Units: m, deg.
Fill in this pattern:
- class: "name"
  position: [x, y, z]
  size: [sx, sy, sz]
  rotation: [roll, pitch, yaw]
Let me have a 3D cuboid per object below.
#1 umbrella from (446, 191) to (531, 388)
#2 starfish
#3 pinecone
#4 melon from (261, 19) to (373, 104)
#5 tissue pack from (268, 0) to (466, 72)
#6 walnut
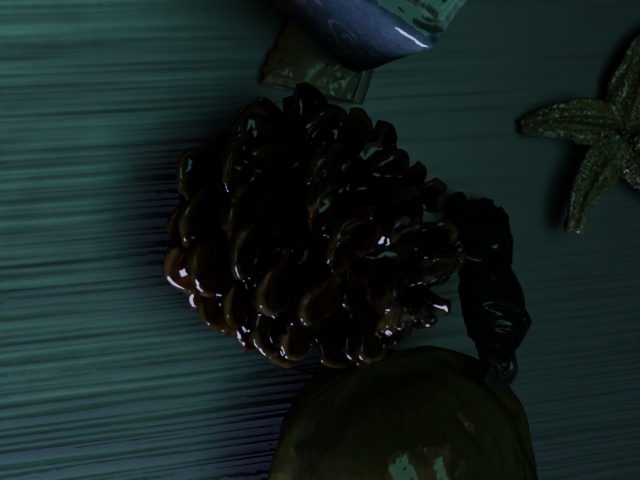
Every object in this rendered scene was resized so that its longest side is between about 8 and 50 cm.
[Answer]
- class: "umbrella"
  position: [0.154, 0.043, 1.475]
  size: [0.066, 0.235, 0.059]
  rotation: [10, 126, -11]
- class: "starfish"
  position: [0.306, -0.107, 1.613]
  size: [0.227, 0.043, 0.240]
  rotation: [24, 87, -23]
- class: "pinecone"
  position: [0.002, -0.001, 1.391]
  size: [0.257, 0.243, 0.243]
  rotation: [28, 83, 9]
- class: "melon"
  position: [0.015, -0.216, 1.482]
  size: [0.098, 0.054, 0.182]
  rotation: [16, 88, -9]
- class: "tissue pack"
  position: [-0.036, -0.268, 1.321]
  size: [0.316, 0.228, 0.103]
  rotation: [39, 84, -12]
- class: "walnut"
  position: [0.080, 0.228, 1.452]
  size: [0.283, 0.227, 0.283]
  rotation: [-6, 108, -19]
